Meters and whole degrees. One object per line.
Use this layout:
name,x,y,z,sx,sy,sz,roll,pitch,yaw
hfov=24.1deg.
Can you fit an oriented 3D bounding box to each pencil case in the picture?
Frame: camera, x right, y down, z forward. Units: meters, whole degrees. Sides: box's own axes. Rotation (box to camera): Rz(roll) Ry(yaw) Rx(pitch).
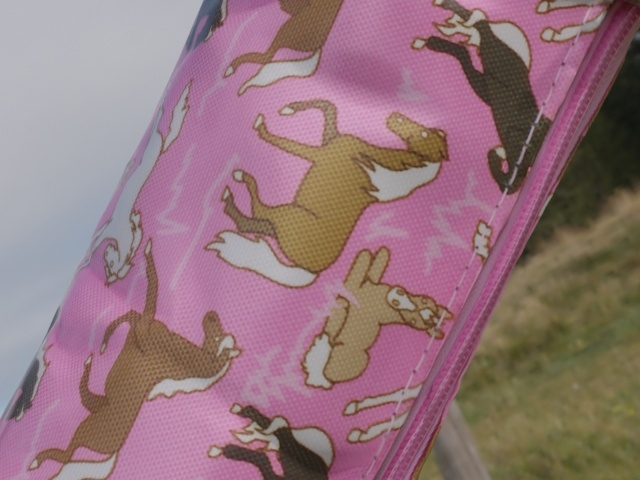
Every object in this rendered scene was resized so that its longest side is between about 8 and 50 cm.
pencil case,0.000,0.000,0.585,0.386,0.160,0.167,-63,18,-3
